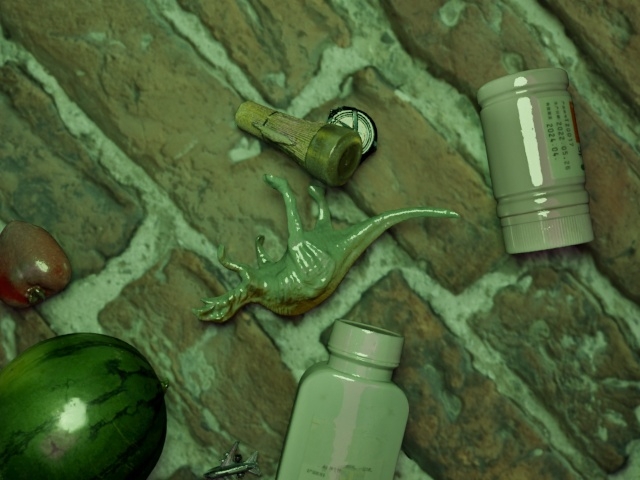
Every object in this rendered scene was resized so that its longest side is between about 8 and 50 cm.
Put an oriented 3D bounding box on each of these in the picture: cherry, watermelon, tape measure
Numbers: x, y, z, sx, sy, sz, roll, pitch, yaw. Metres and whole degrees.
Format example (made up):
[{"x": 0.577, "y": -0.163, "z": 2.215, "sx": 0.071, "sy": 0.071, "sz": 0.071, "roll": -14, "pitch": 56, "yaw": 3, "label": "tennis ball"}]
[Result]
[{"x": -0.407, "y": 0.037, "z": 0.932, "sx": 0.106, "sy": 0.087, "sz": 0.126, "roll": -4, "pitch": 70, "yaw": 4, "label": "cherry"}, {"x": -0.318, "y": 0.239, "z": 0.851, "sx": 0.243, "sy": 0.242, "sz": 0.242, "roll": 0, "pitch": 88, "yaw": -3, "label": "watermelon"}, {"x": 0.040, "y": -0.150, "z": 0.976, "sx": 0.091, "sy": 0.054, "sz": 0.094, "roll": 32, "pitch": 93, "yaw": -3, "label": "tape measure"}]

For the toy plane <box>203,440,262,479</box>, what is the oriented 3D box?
[{"x": -0.130, "y": 0.336, "z": 0.963, "sx": 0.083, "sy": 0.031, "sz": 0.078, "roll": -10, "pitch": 89, "yaw": -4, "label": "toy plane"}]

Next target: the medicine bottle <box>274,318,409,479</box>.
[{"x": 0.035, "y": 0.267, "z": 0.937, "sx": 0.161, "sy": 0.111, "sz": 0.296, "roll": 13, "pitch": 89, "yaw": -4, "label": "medicine bottle"}]

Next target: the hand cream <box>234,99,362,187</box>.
[{"x": -0.039, "y": -0.151, "z": 0.934, "sx": 0.203, "sy": 0.084, "sz": 0.083, "roll": 30, "pitch": 86, "yaw": 26, "label": "hand cream"}]

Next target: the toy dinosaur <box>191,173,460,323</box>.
[{"x": 0.000, "y": 0.000, "z": 0.951, "sx": 0.393, "sy": 0.092, "sz": 0.205, "roll": -8, "pitch": 87, "yaw": -4, "label": "toy dinosaur"}]

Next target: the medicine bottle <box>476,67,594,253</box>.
[{"x": 0.310, "y": -0.111, "z": 0.950, "sx": 0.134, "sy": 0.133, "sz": 0.249, "roll": -8, "pitch": 87, "yaw": -3, "label": "medicine bottle"}]
